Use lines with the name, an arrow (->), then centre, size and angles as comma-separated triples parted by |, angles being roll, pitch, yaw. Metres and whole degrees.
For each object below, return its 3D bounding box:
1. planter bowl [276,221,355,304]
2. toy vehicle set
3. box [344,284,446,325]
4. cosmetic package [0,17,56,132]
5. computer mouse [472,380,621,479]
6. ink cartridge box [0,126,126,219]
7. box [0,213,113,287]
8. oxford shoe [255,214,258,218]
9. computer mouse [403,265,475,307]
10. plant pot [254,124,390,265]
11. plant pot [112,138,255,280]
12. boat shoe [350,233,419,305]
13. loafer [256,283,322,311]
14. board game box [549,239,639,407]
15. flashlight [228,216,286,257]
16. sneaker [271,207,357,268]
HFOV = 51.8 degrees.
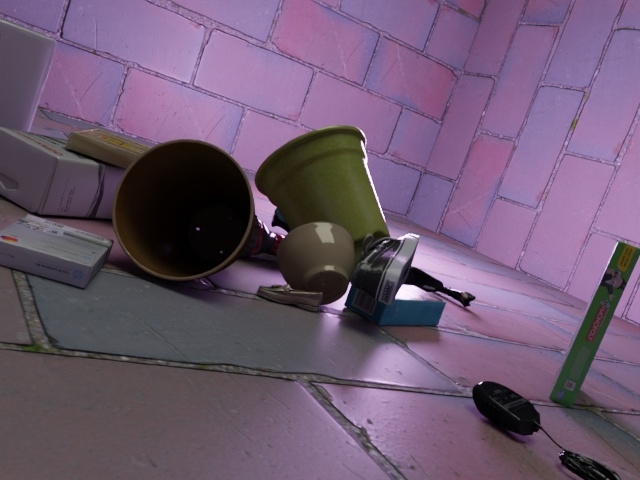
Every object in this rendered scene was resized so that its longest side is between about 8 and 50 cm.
planter bowl -> -0.002, 0.059, 1.307 | 0.162, 0.162, 0.109 | 16, 36, -25
toy vehicle set -> -0.437, -0.197, 1.435 | 0.166, 0.035, 0.267 | 20, 8, -11
box -> 0.167, 0.137, 1.428 | 0.101, 0.060, 0.244 | 26, 11, 37
cosmetic package -> -0.871, -0.377, 1.443 | 0.329, 0.327, 0.394 | 27, 10, 41
computer mouse -> 0.314, 0.283, 0.944 | 0.071, 0.041, 0.242 | 0, 26, -41
ink cartridge box -> -0.522, -0.134, 1.378 | 0.211, 0.121, 0.289 | 24, 9, 23
box -> -0.405, 0.012, 1.001 | 0.145, 0.038, 0.186 | 18, 8, -11
oxford shoe -> -0.273, -0.080, 1.530 | 0.271, 0.096, 0.098 | 16, -26, -27
computer mouse -> 0.311, 0.133, 1.813 | 0.184, 0.060, 0.262 | 21, -4, 41
plant pot -> 0.026, -0.074, 1.474 | 0.276, 0.276, 0.253 | 7, 53, -57
plant pot -> -0.219, -0.032, 1.203 | 0.237, 0.237, 0.254 | 21, -8, 7
boat shoe -> 0.128, 0.046, 1.342 | 0.105, 0.113, 0.306 | 19, 23, 11
loafer -> -0.056, 0.098, 1.237 | 0.125, 0.039, 0.045 | 17, 9, -17
board game box -> 0.536, 0.154, 1.287 | 0.046, 0.317, 0.213 | 24, 10, 20
flashlight -> -0.084, 0.010, 1.552 | 0.304, 0.103, 0.103 | 15, 36, -36
sneaker -> 0.000, 0.000, 1.807 | 0.302, 0.121, 0.108 | 40, 23, -6
